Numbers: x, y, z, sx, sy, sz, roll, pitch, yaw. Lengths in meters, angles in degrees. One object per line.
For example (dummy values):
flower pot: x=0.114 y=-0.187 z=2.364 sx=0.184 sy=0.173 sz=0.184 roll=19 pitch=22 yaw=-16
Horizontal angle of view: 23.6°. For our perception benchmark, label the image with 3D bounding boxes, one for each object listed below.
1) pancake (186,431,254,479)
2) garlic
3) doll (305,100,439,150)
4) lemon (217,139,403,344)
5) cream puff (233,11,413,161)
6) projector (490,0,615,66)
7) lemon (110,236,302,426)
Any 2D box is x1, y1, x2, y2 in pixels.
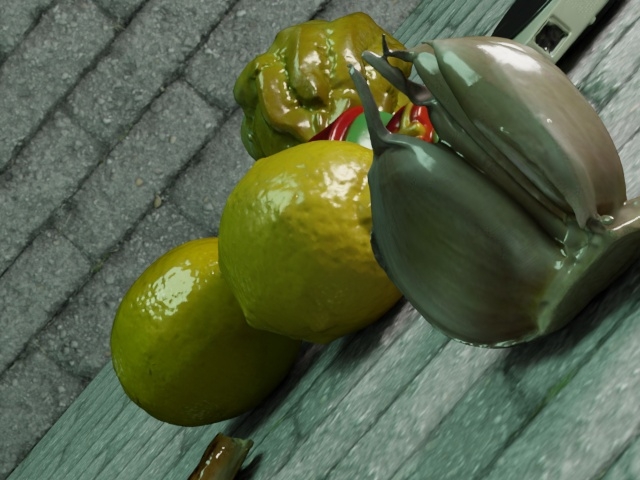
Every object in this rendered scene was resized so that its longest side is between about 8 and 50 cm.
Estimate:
pancake: x=-0.175 y=0.326 z=1.809 sx=0.266 sy=0.057 sz=0.244 roll=-51 pitch=8 yaw=0
garlic: x=0.140 y=-0.039 z=1.229 sx=0.210 sy=0.292 sz=0.237 roll=-45 pitch=-32 yaw=-7
doll: x=0.050 y=-0.078 z=1.961 sx=0.363 sy=0.160 sz=0.182 roll=-32 pitch=30 yaw=46
lemon: x=0.000 y=0.000 z=1.761 sx=0.288 sy=0.233 sz=0.233 roll=-21 pitch=29 yaw=54
cream puff: x=0.031 y=-0.180 z=2.399 sx=0.291 sy=0.257 sz=0.324 roll=-18 pitch=-37 yaw=-9
projector: x=0.313 y=-0.303 z=1.952 sx=0.257 sy=0.079 sz=0.259 roll=-50 pitch=9 yaw=-7
lemon: x=-0.145 y=0.119 z=1.967 sx=0.263 sy=0.236 sz=0.236 roll=-42 pitch=11 yaw=53
